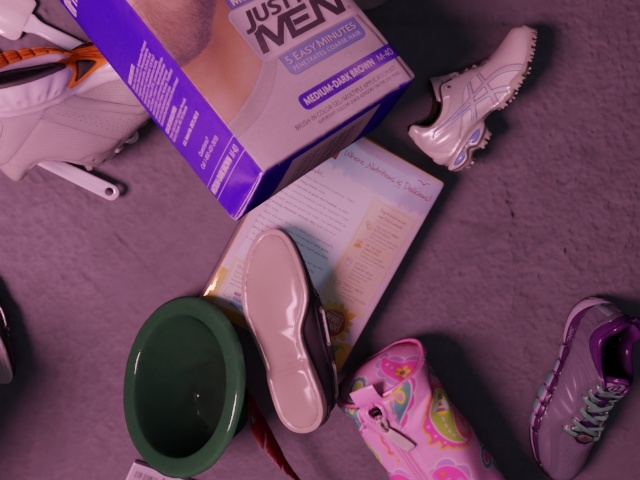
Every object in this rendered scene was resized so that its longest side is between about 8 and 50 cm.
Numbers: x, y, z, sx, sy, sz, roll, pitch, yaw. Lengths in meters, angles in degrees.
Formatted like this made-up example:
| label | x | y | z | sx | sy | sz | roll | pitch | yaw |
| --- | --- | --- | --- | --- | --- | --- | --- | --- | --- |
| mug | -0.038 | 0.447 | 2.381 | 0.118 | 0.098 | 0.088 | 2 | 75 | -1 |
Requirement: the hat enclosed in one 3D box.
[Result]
| label | x | y | z | sx | sy | sz | roll | pitch | yaw |
| --- | --- | --- | --- | --- | --- | --- | --- | --- | --- |
| hat | -0.092 | 0.173 | 0.906 | 0.184 | 0.173 | 0.208 | 14 | 84 | -51 |

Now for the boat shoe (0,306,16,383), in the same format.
| label | x | y | z | sx | sy | sz | roll | pitch | yaw |
| --- | --- | --- | --- | --- | --- | --- | --- | --- | --- |
| boat shoe | -0.342 | 0.086 | 0.853 | 0.046 | 0.038 | 0.125 | -19 | 102 | 28 |

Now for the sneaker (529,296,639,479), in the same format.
| label | x | y | z | sx | sy | sz | roll | pitch | yaw |
| --- | --- | --- | --- | --- | --- | --- | --- | --- | --- |
| sneaker | 0.301 | 0.178 | 0.939 | 0.083 | 0.098 | 0.223 | 10 | 97 | -10 |

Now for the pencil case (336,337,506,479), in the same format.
| label | x | y | z | sx | sy | sz | roll | pitch | yaw |
| --- | --- | --- | --- | --- | --- | --- | --- | --- | --- |
| pencil case | 0.125 | 0.248 | 0.909 | 0.124 | 0.124 | 0.284 | -32 | 102 | -3 |

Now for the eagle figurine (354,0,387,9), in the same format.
| label | x | y | z | sx | sy | sz | roll | pitch | yaw |
| --- | --- | --- | --- | --- | --- | --- | --- | --- | --- |
| eagle figurine | 0.103 | -0.372 | 0.804 | 0.298 | 0.225 | 0.226 | -60 | 149 | -26 |

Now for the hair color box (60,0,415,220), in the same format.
| label | x | y | z | sx | sy | sz | roll | pitch | yaw |
| --- | --- | --- | --- | --- | --- | --- | --- | --- | --- |
| hair color box | -0.099 | -0.210 | 0.735 | 0.185 | 0.110 | 0.338 | -36 | 83 | -28 |

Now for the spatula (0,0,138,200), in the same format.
| label | x | y | z | sx | sy | sz | roll | pitch | yaw |
| --- | --- | --- | --- | --- | --- | --- | --- | --- | --- |
| spatula | -0.289 | -0.148 | 0.839 | 0.242 | 0.019 | 0.168 | 27 | 88 | -13 |

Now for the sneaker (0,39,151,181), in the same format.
| label | x | y | z | sx | sy | sz | roll | pitch | yaw |
| --- | --- | --- | --- | --- | --- | --- | --- | --- | --- |
| sneaker | -0.203 | -0.135 | 0.813 | 0.263 | 0.099 | 0.121 | -16 | 128 | -21 |

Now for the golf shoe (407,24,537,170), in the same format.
| label | x | y | z | sx | sy | sz | roll | pitch | yaw |
| --- | --- | --- | --- | --- | --- | --- | --- | --- | --- |
| golf shoe | 0.162 | -0.164 | 0.884 | 0.086 | 0.069 | 0.176 | 31 | 92 | -6 |

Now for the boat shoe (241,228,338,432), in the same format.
| label | x | y | z | sx | sy | sz | roll | pitch | yaw |
| --- | --- | --- | --- | --- | --- | --- | --- | --- | --- |
| boat shoe | -0.026 | 0.089 | 0.850 | 0.075 | 0.065 | 0.206 | -13 | 87 | 26 |

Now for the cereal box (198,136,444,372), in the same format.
| label | x | y | z | sx | sy | sz | roll | pitch | yaw |
| --- | --- | --- | --- | --- | --- | --- | --- | --- | --- |
| cereal box | 0.000 | 0.000 | 0.889 | 0.173 | 0.047 | 0.240 | 29 | 93 | -12 |

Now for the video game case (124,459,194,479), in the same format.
| label | x | y | z | sx | sy | sz | roll | pitch | yaw |
| --- | --- | --- | --- | --- | --- | --- | --- | --- | --- |
| video game case | -0.191 | 0.314 | 0.925 | 0.087 | 0.011 | 0.122 | 23 | 94 | -12 |
